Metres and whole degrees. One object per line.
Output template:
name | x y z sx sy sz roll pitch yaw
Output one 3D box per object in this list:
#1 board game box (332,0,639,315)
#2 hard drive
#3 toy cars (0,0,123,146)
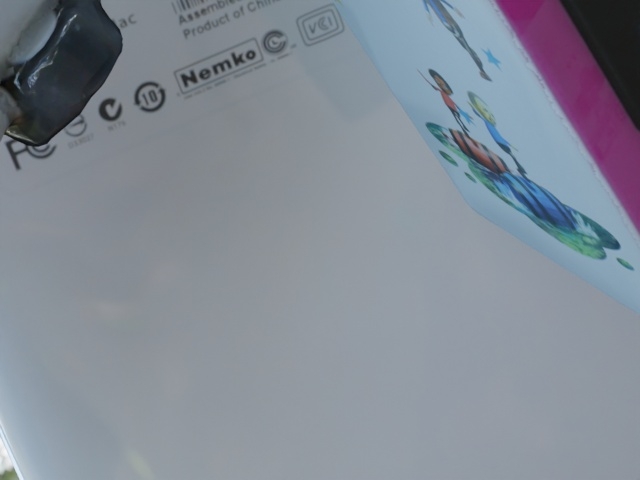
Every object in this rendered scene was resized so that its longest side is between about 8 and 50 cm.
board game box | 0.063 -0.163 0.365 0.224 0.097 0.303 -41 -58 -6
hard drive | 0.000 0.000 0.550 0.040 0.203 0.307 -134 22 -70
toy cars | -0.111 0.080 0.415 0.087 0.176 0.393 -20 75 60
